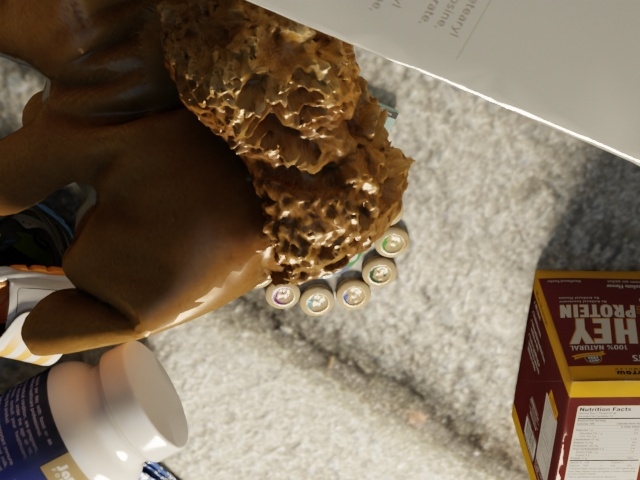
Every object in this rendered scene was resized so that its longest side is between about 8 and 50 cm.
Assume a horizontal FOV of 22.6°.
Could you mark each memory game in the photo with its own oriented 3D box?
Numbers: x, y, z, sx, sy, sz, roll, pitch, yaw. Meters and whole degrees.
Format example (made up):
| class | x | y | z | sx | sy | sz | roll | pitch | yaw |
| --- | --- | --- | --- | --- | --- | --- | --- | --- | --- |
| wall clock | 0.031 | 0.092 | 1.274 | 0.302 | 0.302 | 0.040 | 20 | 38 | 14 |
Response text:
| class | x | y | z | sx | sy | sz | roll | pitch | yaw |
| --- | --- | --- | --- | --- | --- | --- | --- | --- | --- |
| memory game | 0.000 | 0.000 | 1.625 | 0.186 | 0.012 | 0.186 | -2 | 123 | -4 |

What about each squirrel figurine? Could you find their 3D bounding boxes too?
| class | x | y | z | sx | sy | sz | roll | pitch | yaw |
| --- | --- | --- | --- | --- | --- | --- | --- | --- | --- |
| squirrel figurine | -0.122 | -0.134 | 1.372 | 0.397 | 0.281 | 0.370 | -9 | 106 | 31 |

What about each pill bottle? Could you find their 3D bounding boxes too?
| class | x | y | z | sx | sy | sz | roll | pitch | yaw |
| --- | --- | --- | --- | --- | --- | --- | --- | --- | --- |
| pill bottle | -0.279 | 0.215 | 1.651 | 0.265 | 0.153 | 0.153 | -28 | 121 | 12 |

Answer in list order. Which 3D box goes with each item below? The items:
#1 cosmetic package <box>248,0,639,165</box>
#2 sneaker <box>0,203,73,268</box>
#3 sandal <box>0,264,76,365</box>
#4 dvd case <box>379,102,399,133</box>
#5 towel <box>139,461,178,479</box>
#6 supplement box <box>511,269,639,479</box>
| class | x | y | z | sx | sy | sz | roll | pitch | yaw |
| --- | --- | --- | --- | --- | --- | --- | --- | --- | --- |
| cosmetic package | 0.142 | -0.323 | 1.247 | 0.394 | 0.329 | 0.327 | 21 | 117 | -17 |
| sneaker | -0.316 | -0.024 | 1.540 | 0.188 | 0.078 | 0.067 | 35 | 112 | -24 |
| sandal | -0.247 | 0.077 | 1.549 | 0.265 | 0.076 | 0.102 | 0 | 151 | -36 |
| dvd case | 0.012 | -0.090 | 1.559 | 0.087 | 0.013 | 0.119 | 22 | 108 | -17 |
| towel | -0.205 | 0.386 | 1.835 | 0.243 | 0.040 | 0.336 | -35 | 119 | 17 |
| supplement box | 0.288 | 0.162 | 1.649 | 0.129 | 0.191 | 0.194 | 1 | 123 | -6 |
